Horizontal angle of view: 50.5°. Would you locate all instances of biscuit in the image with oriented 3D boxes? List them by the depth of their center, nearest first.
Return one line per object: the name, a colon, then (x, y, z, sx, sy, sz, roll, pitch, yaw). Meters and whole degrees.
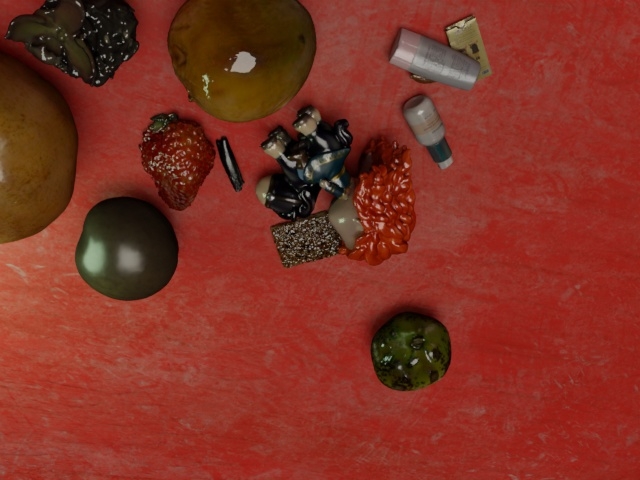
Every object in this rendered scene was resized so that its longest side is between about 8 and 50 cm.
biscuit: (0.002, -0.010, 1.728, 0.237, 0.026, 0.131, -15, 123, 1)

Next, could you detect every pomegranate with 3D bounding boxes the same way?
pomegranate: (-0.682, -0.174, 1.314, 0.417, 0.416, 0.416, -4, 121, -7)
pomegranate: (0.250, 0.334, 1.871, 0.222, 0.204, 0.276, -7, 122, -7)

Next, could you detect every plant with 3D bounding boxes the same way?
plant: (-0.452, -0.403, 1.306, 0.204, 0.234, 0.178, 28, 107, -17)

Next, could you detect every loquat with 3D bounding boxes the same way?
loquat: (-0.155, -0.378, 1.359, 0.284, 0.276, 0.276, -37, 123, -16)

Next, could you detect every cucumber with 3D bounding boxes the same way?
cucumber: (-0.212, -0.177, 1.589, 0.033, 0.034, 0.134, -16, 122, 7)

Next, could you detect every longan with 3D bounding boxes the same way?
longan: (-0.449, 0.018, 1.563, 0.248, 0.248, 0.248, -4, 121, -7)

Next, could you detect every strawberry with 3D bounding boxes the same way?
strawberry: (-0.319, -0.165, 1.536, 0.175, 0.106, 0.236, -20, 122, 3)

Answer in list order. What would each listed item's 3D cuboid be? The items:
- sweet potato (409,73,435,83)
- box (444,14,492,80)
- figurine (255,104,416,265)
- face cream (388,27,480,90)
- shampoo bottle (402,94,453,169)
sweet potato: (0.245, -0.373, 1.546, 0.095, 0.034, 0.034, -1, 121, -17)
box: (0.334, -0.428, 1.535, 0.073, 0.020, 0.149, -23, 122, 6)
figurine: (0.042, -0.122, 1.569, 0.412, 0.241, 0.306, 22, 106, -10)
face cream: (0.253, -0.396, 1.503, 0.198, 0.057, 0.084, 20, 92, -9)
shampoo bottle: (0.261, -0.249, 1.598, 0.074, 0.074, 0.192, -29, 120, 9)
